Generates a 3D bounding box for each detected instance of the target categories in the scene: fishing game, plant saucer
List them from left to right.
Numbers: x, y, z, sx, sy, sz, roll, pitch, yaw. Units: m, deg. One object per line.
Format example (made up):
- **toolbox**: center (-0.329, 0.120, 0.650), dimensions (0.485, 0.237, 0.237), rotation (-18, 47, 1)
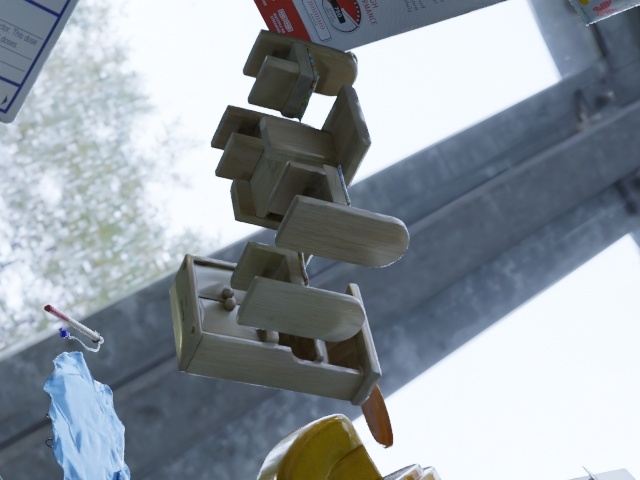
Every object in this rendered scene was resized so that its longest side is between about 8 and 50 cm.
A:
- **fishing game**: center (-0.249, 0.206, 1.388), dimensions (0.041, 0.189, 0.264), rotation (-16, -112, 11)
- **plant saucer**: center (0.058, 0.184, 1.430), dimensions (0.083, 0.013, 0.083), rotation (163, -90, -78)

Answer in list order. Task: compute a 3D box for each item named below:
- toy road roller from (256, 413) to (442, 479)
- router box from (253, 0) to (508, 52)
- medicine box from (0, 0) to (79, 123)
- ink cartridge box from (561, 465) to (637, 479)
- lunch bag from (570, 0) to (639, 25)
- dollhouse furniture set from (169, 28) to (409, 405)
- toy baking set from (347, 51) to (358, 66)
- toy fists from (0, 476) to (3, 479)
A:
- **toy road roller**: center (-0.016, 0.326, 1.345), dimensions (0.240, 0.330, 0.202), rotation (60, -21, 6)
- **router box**: center (0.021, -0.330, 1.056), dimensions (0.301, 0.082, 0.335), rotation (-10, -65, 45)
- **medicine box**: center (-0.283, -0.267, 0.930), dimensions (0.149, 0.263, 0.289), rotation (34, -83, 38)
- **ink cartridge box**: center (0.309, 0.321, 1.444), dimensions (0.092, 0.090, 0.143), rotation (-129, -142, -54)
- **lunch bag**: center (0.195, -0.194, 0.905), dimensions (0.071, 0.053, 0.083), rotation (-17, -40, 25)
- **dollhouse furniture set**: center (0.000, 0.000, 1.045), dimensions (0.212, 0.161, 0.242), rotation (-103, -147, -48)
- **toy baking set**: center (-0.003, -0.307, 1.880), dimensions (0.196, 0.030, 0.256), rotation (59, -1, 9)
- **toy fists**: center (-0.224, 0.288, 0.917), dimensions (0.279, 0.142, 0.096), rotation (55, -19, 1)
